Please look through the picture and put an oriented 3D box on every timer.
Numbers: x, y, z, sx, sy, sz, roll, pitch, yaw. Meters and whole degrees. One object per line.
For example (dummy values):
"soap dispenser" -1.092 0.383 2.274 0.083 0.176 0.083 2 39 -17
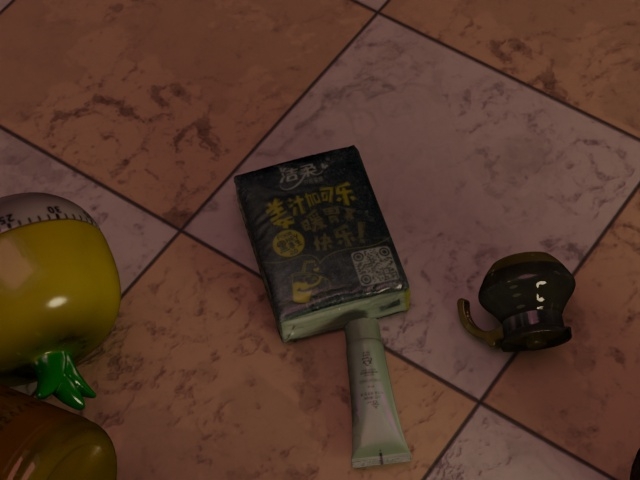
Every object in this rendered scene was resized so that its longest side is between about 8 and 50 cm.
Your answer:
"timer" -0.370 0.103 2.097 0.285 0.285 0.285 -1 55 2

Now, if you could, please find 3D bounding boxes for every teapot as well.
"teapot" 0.261 0.089 2.163 0.166 0.130 0.119 -19 67 29

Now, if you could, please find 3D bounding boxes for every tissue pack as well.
"tissue pack" 0.000 0.000 2.249 0.185 0.081 0.257 -14 56 -8

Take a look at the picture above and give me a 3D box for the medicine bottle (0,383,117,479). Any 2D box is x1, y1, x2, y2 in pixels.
"medicine bottle" -0.462 0.267 1.996 0.384 0.224 0.224 19 58 24

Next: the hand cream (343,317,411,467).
"hand cream" 0.067 0.199 2.129 0.078 0.050 0.204 -5 60 -4

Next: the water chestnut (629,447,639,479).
"water chestnut" 0.488 0.292 1.937 0.224 0.238 0.223 0 66 0
